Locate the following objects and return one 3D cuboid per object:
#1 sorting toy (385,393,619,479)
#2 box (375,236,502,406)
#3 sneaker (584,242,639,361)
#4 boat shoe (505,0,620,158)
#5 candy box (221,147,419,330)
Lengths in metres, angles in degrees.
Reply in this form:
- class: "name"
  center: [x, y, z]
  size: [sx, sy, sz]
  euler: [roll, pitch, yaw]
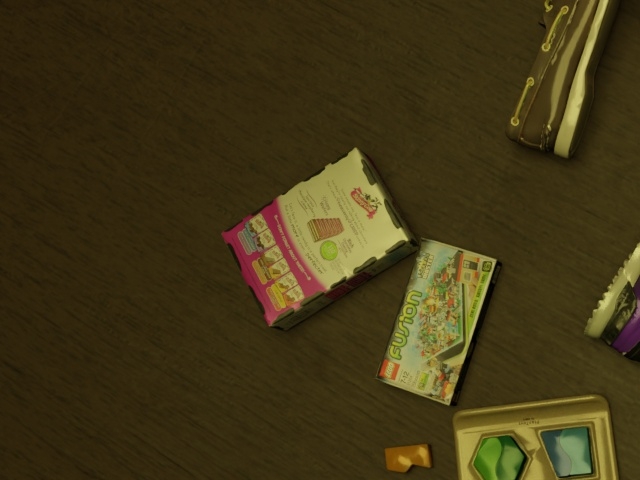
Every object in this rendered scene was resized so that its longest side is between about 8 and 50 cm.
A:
- class: "sorting toy"
  center: [0.238, 0.332, 1.866]
  size: [0.307, 0.041, 0.229]
  euler: [-9, 78, 17]
- class: "box"
  center: [0.161, 0.110, 1.931]
  size: [0.114, 0.036, 0.207]
  euler: [17, 87, 21]
- class: "sneaker"
  center: [0.474, 0.033, 1.810]
  size: [0.146, 0.102, 0.293]
  euler: [34, 98, 16]
- class: "boat shoe"
  center: [0.335, -0.276, 1.895]
  size: [0.096, 0.116, 0.324]
  euler: [17, 93, 18]
- class: "candy box"
  center: [0.000, 0.000, 1.986]
  size: [0.233, 0.071, 0.159]
  euler: [-32, 72, 12]
